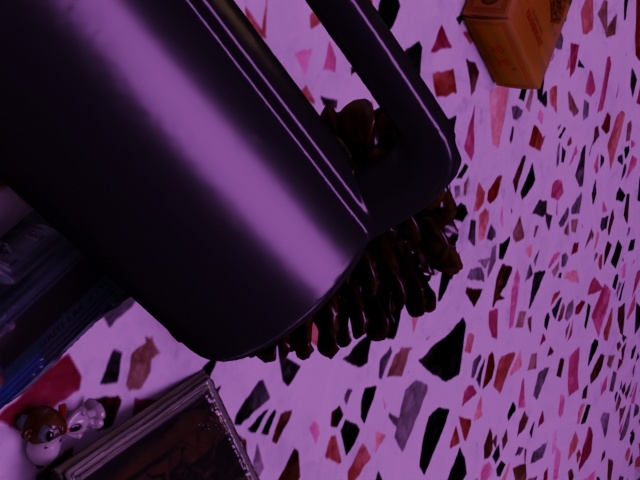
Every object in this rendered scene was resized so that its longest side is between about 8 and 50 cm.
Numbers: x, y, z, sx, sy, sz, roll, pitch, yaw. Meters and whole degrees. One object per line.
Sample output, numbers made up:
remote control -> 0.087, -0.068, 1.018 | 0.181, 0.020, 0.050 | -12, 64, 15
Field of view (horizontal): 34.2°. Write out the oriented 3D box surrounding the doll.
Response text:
doll -> -0.221, 0.158, 0.894 | 0.085, 0.040, 0.058 | -35, 141, -42

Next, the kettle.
kettle -> -0.095, -0.097, 0.725 | 0.262, 0.203, 0.308 | -43, 114, -2

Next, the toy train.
toy train -> -0.168, -0.026, 0.870 | 0.409, 0.086, 0.089 | -49, 136, -38

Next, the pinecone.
pinecone -> 0.000, 0.003, 1.035 | 0.292, 0.246, 0.246 | -33, 129, -27

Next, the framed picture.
framed picture -> -0.125, 0.246, 0.966 | 0.197, 0.014, 0.252 | 65, 28, -2

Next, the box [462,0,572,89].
box -> 0.305, -0.381, 1.505 | 0.174, 0.076, 0.274 | 46, 62, -51

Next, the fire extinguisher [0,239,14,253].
fire extinguisher -> -0.322, 0.101, 0.654 | 0.114, 0.095, 0.311 | 34, 63, -12
